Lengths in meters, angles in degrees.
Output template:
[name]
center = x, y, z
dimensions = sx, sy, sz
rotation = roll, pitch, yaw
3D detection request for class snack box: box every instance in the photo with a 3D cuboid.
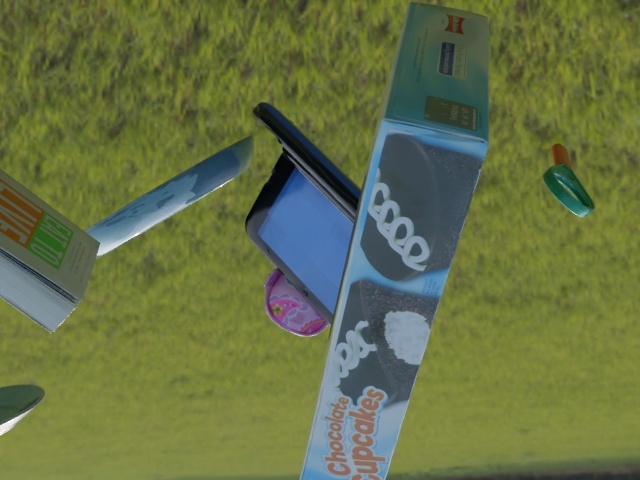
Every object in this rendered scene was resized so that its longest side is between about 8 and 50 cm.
[snack box]
center = 0.044, 0.026, 0.598
dimensions = 0.060, 0.187, 0.322
rotation = 13, 124, 2

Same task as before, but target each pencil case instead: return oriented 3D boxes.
[pencil case]
center = -0.011, 0.083, 1.420
dimensions = 0.124, 0.124, 0.284
rotation = -6, 178, 9

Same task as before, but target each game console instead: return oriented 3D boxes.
[game console]
center = 0.000, 0.000, 1.152
dimensions = 0.173, 0.293, 0.250
rotation = -47, 161, 5

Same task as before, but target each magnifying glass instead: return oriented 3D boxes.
[magnifying glass]
center = 0.390, -0.104, 1.419
dimensions = 0.092, 0.231, 0.026
rotation = 37, 115, -9

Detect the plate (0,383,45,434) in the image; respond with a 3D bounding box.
[plate]
center = -0.399, 0.205, 0.990
dimensions = 0.188, 0.024, 0.188
rotation = -13, -172, 2

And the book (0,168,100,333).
[book]
center = -0.222, -0.013, 0.605
dimensions = 0.144, 0.096, 0.035
rotation = 39, 109, -21

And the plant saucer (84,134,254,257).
[plant saucer]
center = -0.225, -0.056, 1.300
dimensions = 0.318, 0.043, 0.317
rotation = -30, -174, 4
